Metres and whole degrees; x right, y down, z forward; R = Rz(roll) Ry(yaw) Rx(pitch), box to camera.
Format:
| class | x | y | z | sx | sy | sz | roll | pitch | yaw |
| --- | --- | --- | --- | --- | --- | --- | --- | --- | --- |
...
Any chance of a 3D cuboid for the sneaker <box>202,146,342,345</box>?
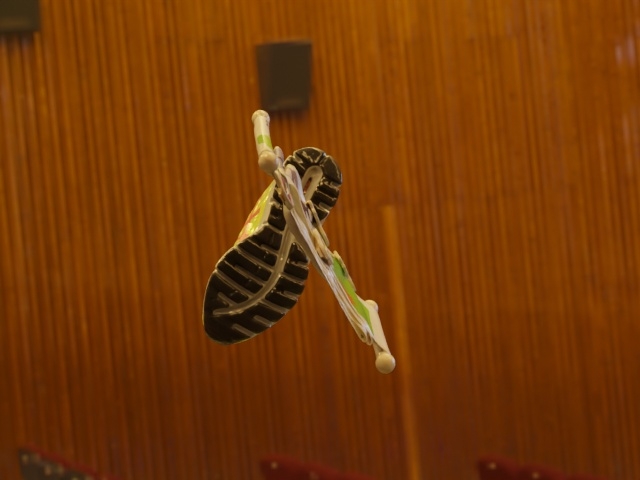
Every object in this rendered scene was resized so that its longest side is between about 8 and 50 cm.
| class | x | y | z | sx | sy | sz | roll | pitch | yaw |
| --- | --- | --- | --- | --- | --- | --- | --- | --- | --- |
| sneaker | -0.048 | 0.014 | 1.289 | 0.081 | 0.208 | 0.094 | 34 | -18 | -6 |

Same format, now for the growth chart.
| class | x | y | z | sx | sy | sz | roll | pitch | yaw |
| --- | --- | --- | --- | --- | --- | --- | --- | --- | --- |
| growth chart | 0.000 | 0.000 | 1.100 | 0.021 | 0.237 | 0.172 | -28 | 24 | 5 |
